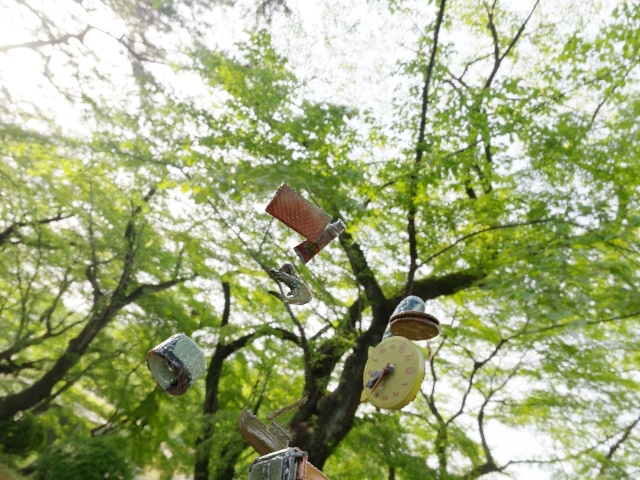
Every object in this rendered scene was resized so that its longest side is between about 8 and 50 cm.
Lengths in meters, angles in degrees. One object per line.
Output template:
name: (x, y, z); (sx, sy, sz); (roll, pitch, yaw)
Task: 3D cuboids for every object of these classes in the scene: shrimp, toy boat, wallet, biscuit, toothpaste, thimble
shrimp: (-0.132, 0.179, 1.568); (0.217, 0.150, 0.051); (33, -55, 25)
toy boat: (-0.187, 0.768, 1.589); (0.321, 0.121, 0.089); (42, -46, 6)
wallet: (-0.064, -0.080, 1.245); (0.196, 0.103, 0.020); (33, 1, -27)
toy boat: (0.405, 0.419, 2.082); (0.123, 0.330, 0.215); (20, -22, 40)
biscuit: (0.403, 0.368, 1.767); (0.220, 0.066, 0.220); (6, -33, 4)
shrimp: (-0.135, 0.219, 2.134); (0.079, 0.090, 0.233); (-22, -77, 23)
toothpaste: (0.000, 0.000, 1.669); (0.089, 0.234, 0.057); (55, 15, 6)
thimble: (-0.584, 0.511, 1.681); (0.237, 0.150, 0.237); (16, -59, 28)

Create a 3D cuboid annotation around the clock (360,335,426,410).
clock: (0.264, 0.500, 1.575); (0.071, 0.277, 0.293); (33, -41, -29)

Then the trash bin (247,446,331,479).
trash bin: (-0.050, 0.635, 1.021); (0.184, 0.161, 0.239); (-30, -57, 23)

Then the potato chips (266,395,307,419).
potato chips: (-0.144, 0.731, 1.792); (0.026, 0.204, 0.037); (55, -36, 31)

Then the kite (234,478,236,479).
kite: (-0.500, 1.358, 2.076); (0.011, 0.314, 0.335); (25, -1, 9)
